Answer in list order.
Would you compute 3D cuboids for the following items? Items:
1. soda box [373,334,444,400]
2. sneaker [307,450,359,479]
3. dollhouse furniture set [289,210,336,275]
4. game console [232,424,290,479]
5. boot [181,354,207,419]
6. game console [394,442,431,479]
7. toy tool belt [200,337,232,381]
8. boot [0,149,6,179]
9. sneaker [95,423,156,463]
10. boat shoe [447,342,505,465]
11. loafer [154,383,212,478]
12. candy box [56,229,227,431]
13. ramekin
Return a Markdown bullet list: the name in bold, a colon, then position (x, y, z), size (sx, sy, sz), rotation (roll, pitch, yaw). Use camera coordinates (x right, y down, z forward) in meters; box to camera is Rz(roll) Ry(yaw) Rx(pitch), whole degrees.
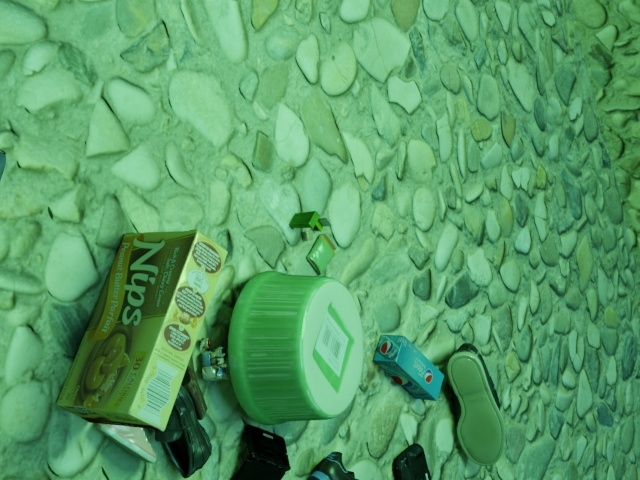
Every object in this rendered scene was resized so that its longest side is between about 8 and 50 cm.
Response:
- **soda box**: position (0.212, 0.303, 2.240), size (0.210, 0.067, 0.071), rotation (45, 55, -40)
- **sneaker**: position (0.058, 0.559, 2.023), size (0.090, 0.081, 0.232), rotation (-43, 120, -35)
- **dollhouse furniture set**: position (0.000, 0.000, 1.995), size (0.152, 0.058, 0.076), rotation (55, 49, -34)
- **game console**: position (-0.123, 0.435, 1.858), size (0.122, 0.071, 0.107), rotation (33, 33, -46)
- **boot**: position (-0.233, 0.257, 1.707), size (0.106, 0.037, 0.114), rotation (-100, 175, -45)
- **game console**: position (0.257, 0.663, 2.302), size (0.213, 0.043, 0.362), rotation (-32, 113, -49)
- **toy tool belt**: position (-0.192, 0.220, 1.745), size (0.052, 0.051, 0.083), rotation (-36, 121, -81)
- **boot**: position (-0.511, -0.052, 1.339), size (0.106, 0.082, 0.219), rotation (21, 70, -46)
- **sneaker**: position (-0.313, 0.321, 1.592), size (0.134, 0.051, 0.070), rotation (48, 58, -34)
- **boat shoe**: position (0.402, 0.418, 2.438), size (0.113, 0.127, 0.340), rotation (-63, 135, -64)
- **loafer**: position (-0.257, 0.319, 1.643), size (0.078, 0.076, 0.223), rotation (-55, 133, -47)
- **candy box**: position (-0.287, 0.140, 1.528), size (0.087, 0.182, 0.317), rotation (42, 57, -43)
- **ramekin**: position (-0.036, 0.207, 1.827), size (0.303, 0.148, 0.304), rotation (13, 75, -61)
